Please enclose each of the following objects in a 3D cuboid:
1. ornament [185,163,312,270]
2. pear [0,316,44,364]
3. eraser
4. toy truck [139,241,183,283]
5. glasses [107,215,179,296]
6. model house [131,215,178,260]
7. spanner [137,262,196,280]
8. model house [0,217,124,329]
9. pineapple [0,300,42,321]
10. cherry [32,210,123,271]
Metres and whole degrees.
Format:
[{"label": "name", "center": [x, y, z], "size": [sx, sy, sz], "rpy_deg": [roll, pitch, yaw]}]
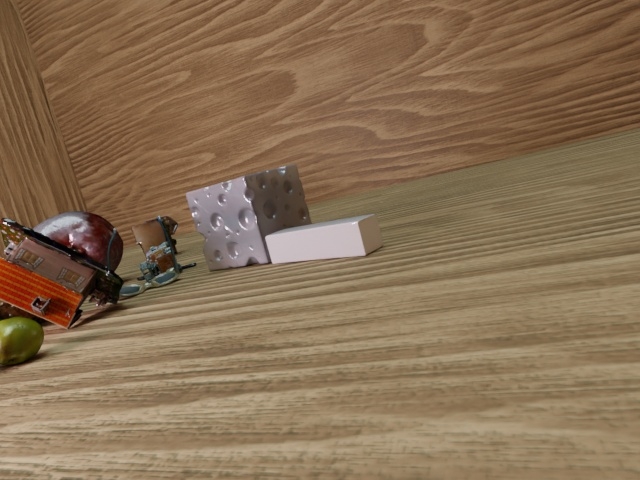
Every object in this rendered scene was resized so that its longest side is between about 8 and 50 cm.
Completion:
[{"label": "ornament", "center": [-0.197, -0.068, 1.318], "size": [0.240, 0.239, 0.240], "rpy_deg": [-9, 11, 35]}, {"label": "pear", "center": [-0.561, 0.187, 0.826], "size": [0.092, 0.092, 0.097], "rpy_deg": [-14, 25, 3]}, {"label": "eraser", "center": [0.001, 0.001, 1.080], "size": [0.298, 0.078, 0.076], "rpy_deg": [-8, 11, 42]}, {"label": "toy truck", "center": [-0.528, 0.071, 1.476], "size": [0.115, 0.080, 0.178], "rpy_deg": [-26, 21, -18]}, {"label": "glasses", "center": [-0.480, 0.056, 1.225], "size": [0.190, 0.220, 0.088], "rpy_deg": [-18, 48, -31]}, {"label": "model house", "center": [-0.731, -0.014, 2.080], "size": [0.167, 0.182, 0.172], "rpy_deg": [-12, 9, 12]}, {"label": "spanner", "center": [-0.518, 0.105, 1.519], "size": [0.209, 0.012, 0.046], "rpy_deg": [-14, 9, 2]}, {"label": "model house", "center": [-0.642, 0.110, 1.059], "size": [0.207, 0.294, 0.153], "rpy_deg": [-46, 19, 51]}, {"label": "pineapple", "center": [-0.806, 0.184, 1.095], "size": [0.169, 0.169, 0.340], "rpy_deg": [-12, 17, 18]}, {"label": "cherry", "center": [-0.860, 0.064, 1.550], "size": [0.335, 0.291, 0.326], "rpy_deg": [-32, 8, 36]}]
